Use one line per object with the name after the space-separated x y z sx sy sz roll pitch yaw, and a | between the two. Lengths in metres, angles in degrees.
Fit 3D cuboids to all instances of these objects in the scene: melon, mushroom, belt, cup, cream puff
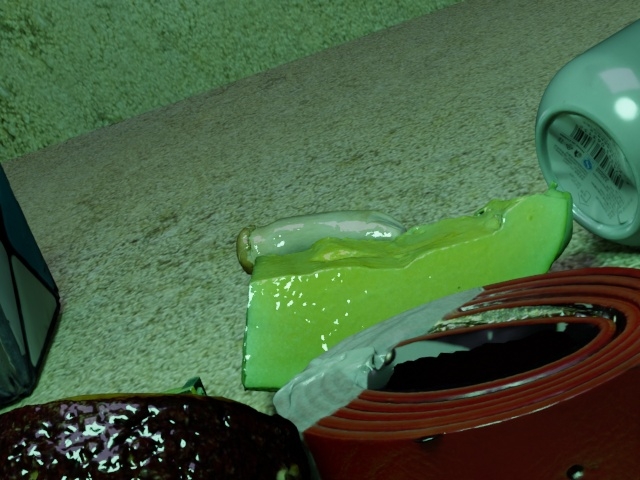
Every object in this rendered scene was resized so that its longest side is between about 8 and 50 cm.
0.082 0.046 1.205 0.323 0.124 0.196 -14 19 3 | melon
0.000 0.000 1.524 0.209 0.071 0.084 -10 -14 22 | mushroom
0.116 0.123 0.937 0.324 0.115 0.227 -15 17 23 | belt
0.366 -0.135 1.266 0.312 0.205 0.205 -30 19 -22 | cup
-0.121 0.190 0.871 0.239 0.165 0.239 -1 -19 0 | cream puff

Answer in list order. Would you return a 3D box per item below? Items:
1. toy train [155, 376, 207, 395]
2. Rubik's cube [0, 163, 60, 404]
-0.157 0.170 1.242 0.122 0.050 0.081 -18 10 16 | toy train
-0.514 0.049 1.588 0.305 0.310 0.307 -21 19 6 | Rubik's cube
